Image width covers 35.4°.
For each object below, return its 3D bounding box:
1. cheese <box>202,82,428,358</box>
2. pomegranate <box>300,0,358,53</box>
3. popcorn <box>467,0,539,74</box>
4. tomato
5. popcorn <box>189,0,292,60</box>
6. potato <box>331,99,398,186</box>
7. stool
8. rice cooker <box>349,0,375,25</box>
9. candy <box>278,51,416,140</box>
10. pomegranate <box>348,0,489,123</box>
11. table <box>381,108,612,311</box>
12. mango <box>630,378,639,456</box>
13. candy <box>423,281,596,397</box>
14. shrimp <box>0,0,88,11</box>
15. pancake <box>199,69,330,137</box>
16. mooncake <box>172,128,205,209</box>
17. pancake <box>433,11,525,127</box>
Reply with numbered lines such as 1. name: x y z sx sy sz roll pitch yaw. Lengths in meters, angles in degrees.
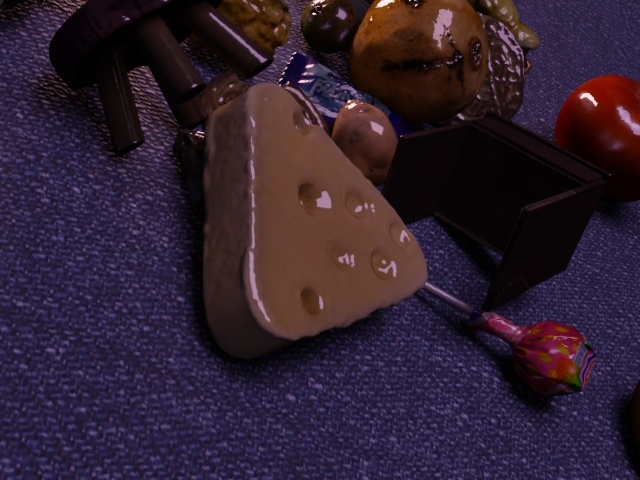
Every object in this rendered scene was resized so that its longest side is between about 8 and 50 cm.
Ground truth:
1. cheese: 0.000 -0.001 1.390 0.384 0.104 0.383 25 51 -36
2. pomegranate: 0.026 -0.399 1.894 0.142 0.115 0.114 34 27 -56
3. popcorn: 0.333 -0.426 2.096 0.266 0.233 0.192 27 14 25
4. tomato: 0.639 -0.215 2.151 0.299 0.226 0.298 18 43 -18
5. popcorn: -0.142 -0.377 1.675 0.198 0.155 0.197 26 18 -9
6. potato: 0.076 -0.159 1.653 0.112 0.112 0.147 -41 119 -54
7. stool: -0.220 -0.256 1.393 0.178 0.272 0.272 58 37 1
8. rice cooker: 0.124 -0.561 2.000 0.288 0.277 0.288 43 22 -22
9. candy: 0.049 -0.218 1.749 0.275 0.070 0.145 32 45 -16
10. pomegranate: 0.187 -0.344 1.846 0.260 0.260 0.260 25 39 -22
11. table: 0.271 -0.058 1.613 0.251 0.196 0.282 35 32 27
12. mango: 0.591 0.293 1.644 0.175 0.139 0.254 42 42 7
13. candy: 0.255 0.125 1.558 0.365 0.124 0.124 29 36 2
14. shrimp: -0.374 -0.365 1.434 0.272 0.085 0.445 16 31 8
15. pancake: -0.085 -0.184 1.603 0.235 0.029 0.211 1 59 -33
16. mooncake: -0.139 -0.106 1.450 0.130 0.073 0.125 7 47 -43
17. pancake: 0.282 -0.331 1.974 0.250 0.250 0.031 44 -2 4
